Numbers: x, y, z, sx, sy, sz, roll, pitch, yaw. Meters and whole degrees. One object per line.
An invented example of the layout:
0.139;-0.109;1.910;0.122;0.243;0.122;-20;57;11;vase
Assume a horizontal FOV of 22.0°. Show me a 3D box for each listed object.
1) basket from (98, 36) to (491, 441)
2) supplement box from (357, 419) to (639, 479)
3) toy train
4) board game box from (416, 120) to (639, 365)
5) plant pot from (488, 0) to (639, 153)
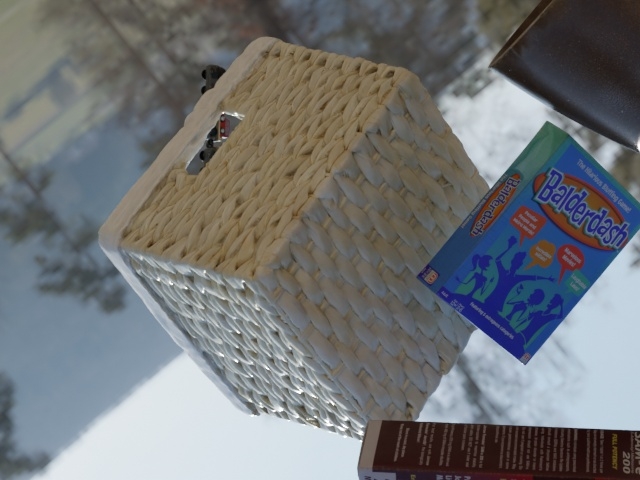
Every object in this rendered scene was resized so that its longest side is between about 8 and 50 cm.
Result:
0.000;0.000;1.817;0.266;0.331;0.328;11;-123;47;basket
0.156;0.224;1.375;0.239;0.130;0.073;0;-151;9;supplement box
-0.134;-0.146;2.107;0.036;0.158;0.027;5;173;-38;toy train
0.223;0.005;1.705;0.210;0.160;0.047;-51;-145;2;board game box
0.316;-0.171;1.568;0.215;0.230;0.215;-49;-178;3;plant pot
